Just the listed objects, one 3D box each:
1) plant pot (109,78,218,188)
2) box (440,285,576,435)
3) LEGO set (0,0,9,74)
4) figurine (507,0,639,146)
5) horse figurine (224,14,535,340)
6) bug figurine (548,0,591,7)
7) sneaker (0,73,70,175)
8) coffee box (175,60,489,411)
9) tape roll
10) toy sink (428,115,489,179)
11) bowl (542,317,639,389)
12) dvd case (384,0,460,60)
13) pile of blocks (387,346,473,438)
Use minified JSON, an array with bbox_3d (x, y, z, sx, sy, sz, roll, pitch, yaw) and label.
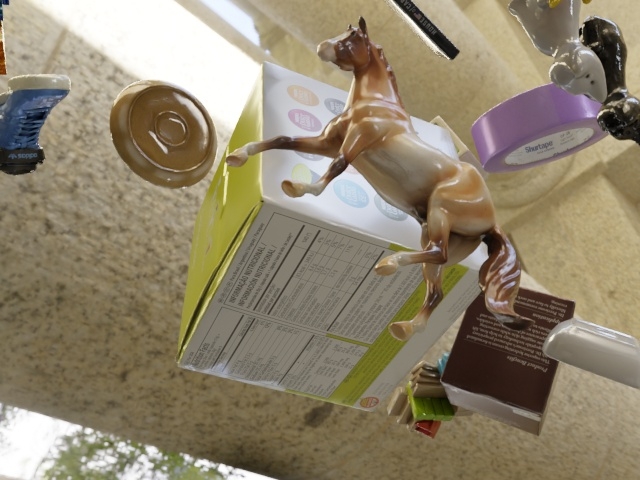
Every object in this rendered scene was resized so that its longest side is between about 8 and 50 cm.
[{"bbox_3d":[-0.307,-0.222,1.361,0.032,0.236,0.236,-21,-130,51],"label":"plant pot"},{"bbox_3d":[0.324,0.196,1.150,0.169,0.167,0.203,17,-110,23],"label":"box"},{"bbox_3d":[-0.516,-0.329,1.013,0.093,0.087,0.227,-116,-147,-41],"label":"LEGO set"},{"bbox_3d":[0.357,-0.239,0.901,0.092,0.215,0.209,-36,-133,33],"label":"figurine"},{"bbox_3d":[0.060,-0.040,0.504,0.174,0.263,0.066,-39,169,-38],"label":"horse figurine"},{"bbox_3d":[0.344,-0.403,0.743,0.279,0.216,0.072,-32,-137,18],"label":"bug figurine"},{"bbox_3d":[-0.290,-0.109,0.663,0.152,0.058,0.084,-8,-89,39],"label":"sneaker"},{"bbox_3d":[0.000,0.000,1.020,0.337,0.335,0.338,-94,-152,-47],"label":"coffee box"},{"bbox_3d":[0.456,-0.230,1.379,0.275,0.275,0.090,-23,-105,39],"label":"tape roll"},{"bbox_3d":[0.252,-0.156,1.613,0.234,0.131,0.152,-40,-134,15],"label":"toy sink"},{"bbox_3d":[0.387,0.151,0.932,0.142,0.142,0.053,19,-82,22],"label":"bowl"},{"bbox_3d":[0.174,-0.458,1.341,0.029,0.239,0.179,-46,-166,14],"label":"dvd case"},{"bbox_3d":[0.281,0.305,1.373,0.362,0.149,0.112,-46,-146,29],"label":"pile of blocks"}]
